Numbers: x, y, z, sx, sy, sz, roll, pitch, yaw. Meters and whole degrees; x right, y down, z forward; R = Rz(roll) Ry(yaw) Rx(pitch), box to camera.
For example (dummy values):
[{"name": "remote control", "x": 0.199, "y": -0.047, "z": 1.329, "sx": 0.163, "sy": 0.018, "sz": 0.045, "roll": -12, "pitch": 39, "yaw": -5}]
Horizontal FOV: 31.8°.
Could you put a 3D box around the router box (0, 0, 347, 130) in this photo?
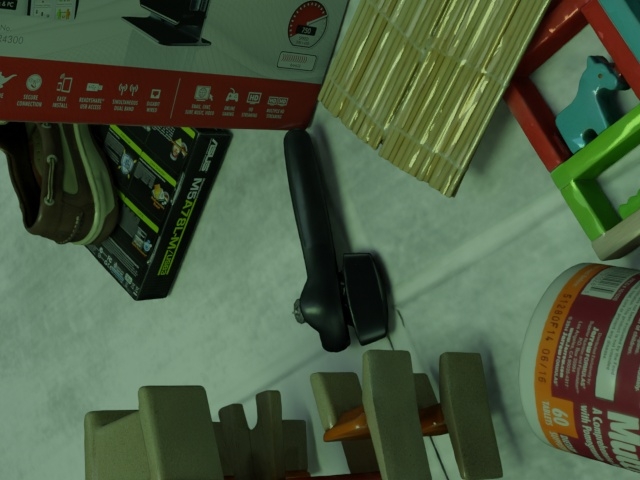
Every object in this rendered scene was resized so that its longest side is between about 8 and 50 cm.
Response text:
[{"name": "router box", "x": -0.108, "y": -0.232, "z": 0.785, "sx": 0.082, "sy": 0.335, "sz": 0.301, "roll": 34, "pitch": 115, "yaw": 37}]

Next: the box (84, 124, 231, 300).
[{"name": "box", "x": -0.183, "y": -0.069, "z": 1.067, "sx": 0.191, "sy": 0.045, "sz": 0.184, "roll": 41, "pitch": 117, "yaw": 34}]

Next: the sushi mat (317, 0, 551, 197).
[{"name": "sushi mat", "x": 0.104, "y": -0.196, "z": 0.765, "sx": 0.151, "sy": 0.019, "sz": 0.316, "roll": 42, "pitch": 120, "yaw": 32}]

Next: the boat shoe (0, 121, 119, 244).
[{"name": "boat shoe", "x": -0.271, "y": -0.115, "z": 1.052, "sx": 0.095, "sy": 0.095, "sz": 0.257, "roll": -44, "pitch": 62, "yaw": 37}]

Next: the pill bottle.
[{"name": "pill bottle", "x": 0.236, "y": 0.086, "z": 0.639, "sx": 0.221, "sy": 0.121, "sz": 0.121, "roll": 10, "pitch": 100, "yaw": 42}]

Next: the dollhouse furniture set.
[{"name": "dollhouse furniture set", "x": -0.037, "y": 0.180, "z": 0.807, "sx": 0.262, "sy": 0.259, "sz": 0.135, "roll": -28, "pitch": 65, "yaw": 42}]

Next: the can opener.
[{"name": "can opener", "x": 0.000, "y": 0.000, "z": 0.905, "sx": 0.059, "sy": 0.073, "sz": 0.186, "roll": 108, "pitch": 147, "yaw": -73}]

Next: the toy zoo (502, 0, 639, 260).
[{"name": "toy zoo", "x": 0.185, "y": -0.160, "z": 0.728, "sx": 0.192, "sy": 0.030, "sz": 0.293, "roll": -43, "pitch": 65, "yaw": 36}]
